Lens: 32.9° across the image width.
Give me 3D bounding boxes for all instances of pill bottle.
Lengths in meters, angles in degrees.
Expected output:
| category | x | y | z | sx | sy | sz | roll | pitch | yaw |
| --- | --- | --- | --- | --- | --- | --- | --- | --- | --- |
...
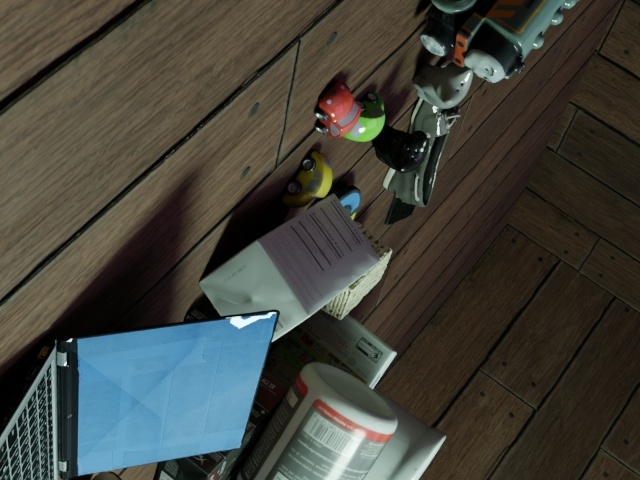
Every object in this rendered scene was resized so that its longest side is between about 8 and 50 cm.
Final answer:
| category | x | y | z | sx | sy | sz | roll | pitch | yaw |
| --- | --- | --- | --- | --- | --- | --- | --- | --- | --- |
| pill bottle | -0.030 | 0.431 | 2.044 | 0.363 | 0.210 | 0.210 | -58 | 166 | 9 |

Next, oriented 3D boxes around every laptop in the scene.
| category | x | y | z | sx | sy | sz | roll | pitch | yaw |
| --- | --- | --- | --- | --- | --- | --- | --- | --- | --- |
| laptop | -0.255 | 0.298 | 1.334 | 0.382 | 0.236 | 0.408 | 107 | 6 | -52 |

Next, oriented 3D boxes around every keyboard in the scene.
| category | x | y | z | sx | sy | sz | roll | pitch | yaw |
| --- | --- | --- | --- | --- | --- | --- | --- | --- | --- |
| keyboard | 0.192 | -0.113 | 2.378 | 0.100 | 0.038 | 0.192 | -21 | 153 | -25 |

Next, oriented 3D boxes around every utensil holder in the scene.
| category | x | y | z | sx | sy | sz | roll | pitch | yaw |
| --- | --- | --- | --- | --- | --- | --- | --- | --- | --- |
| utensil holder | 0.023 | 0.444 | 2.357 | 0.328 | 0.385 | 0.328 | -51 | 165 | -19 |

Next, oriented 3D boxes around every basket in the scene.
| category | x | y | z | sx | sy | sz | roll | pitch | yaw |
| --- | --- | --- | --- | --- | --- | --- | --- | --- | --- |
| basket | 0.051 | 0.062 | 2.132 | 0.167 | 0.103 | 0.113 | -42 | 161 | -39 |

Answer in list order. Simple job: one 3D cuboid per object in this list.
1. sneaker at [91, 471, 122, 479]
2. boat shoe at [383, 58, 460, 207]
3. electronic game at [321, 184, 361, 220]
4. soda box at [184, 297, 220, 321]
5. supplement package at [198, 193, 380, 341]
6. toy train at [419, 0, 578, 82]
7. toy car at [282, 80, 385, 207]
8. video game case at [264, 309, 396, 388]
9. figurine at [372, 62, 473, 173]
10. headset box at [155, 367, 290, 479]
| category | x | y | z | sx | sy | sz | roll | pitch | yaw |
| --- | --- | --- | --- | --- | --- | --- | --- | --- | --- |
| sneaker | -0.388 | 0.472 | 1.676 | 0.108 | 0.100 | 0.272 | -11 | 133 | -51 |
| boat shoe | 0.220 | -0.200 | 2.092 | 0.112 | 0.095 | 0.335 | -42 | 162 | -42 |
| electronic game | 0.000 | 0.000 | 1.927 | 0.229 | 0.048 | 0.229 | -50 | 166 | -17 |
| soda box | -0.143 | 0.105 | 1.678 | 0.169 | 0.053 | 0.060 | -39 | 160 | -46 |
| supplement package | -0.040 | 0.046 | 1.633 | 0.139 | 0.134 | 0.244 | -35 | 179 | 34 |
| toy train | 0.303 | -0.399 | 1.693 | 0.334 | 0.190 | 0.142 | -52 | 166 | -14 |
| toy car | 0.044 | -0.165 | 1.667 | 0.225 | 0.053 | 0.239 | -40 | 160 | -47 |
| video game case | 0.014 | 0.245 | 2.190 | 0.206 | 0.227 | 0.026 | -56 | 151 | 6 |
| figurine | 0.179 | -0.207 | 1.812 | 0.215 | 0.092 | 0.209 | -57 | -174 | 7 |
| headset box | -0.183 | 0.384 | 2.093 | 0.293 | 0.110 | 0.218 | -42 | 160 | -42 |
